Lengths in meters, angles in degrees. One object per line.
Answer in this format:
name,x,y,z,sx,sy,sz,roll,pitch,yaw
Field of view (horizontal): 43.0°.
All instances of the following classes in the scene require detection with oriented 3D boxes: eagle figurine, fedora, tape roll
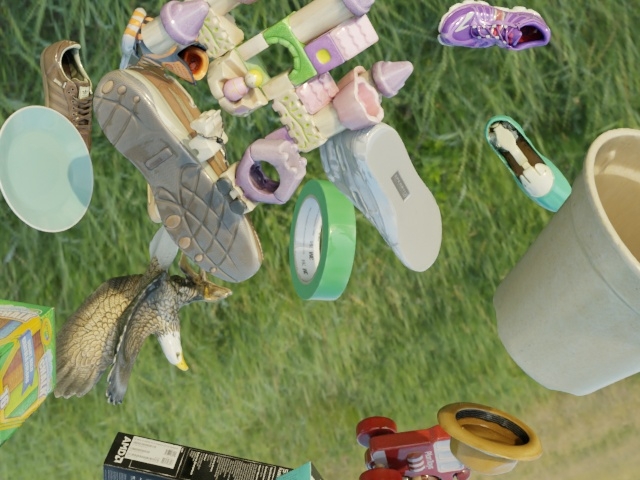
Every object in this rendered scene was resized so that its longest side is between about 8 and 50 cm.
eagle figurine,-0.298,0.134,1.353,0.298,0.225,0.226,-26,147,-39
fedora,0.296,0.363,1.457,0.194,0.194,0.079,2,111,-35
tape roll,0.000,0.000,2.152,0.077,0.322,0.321,3,150,-20

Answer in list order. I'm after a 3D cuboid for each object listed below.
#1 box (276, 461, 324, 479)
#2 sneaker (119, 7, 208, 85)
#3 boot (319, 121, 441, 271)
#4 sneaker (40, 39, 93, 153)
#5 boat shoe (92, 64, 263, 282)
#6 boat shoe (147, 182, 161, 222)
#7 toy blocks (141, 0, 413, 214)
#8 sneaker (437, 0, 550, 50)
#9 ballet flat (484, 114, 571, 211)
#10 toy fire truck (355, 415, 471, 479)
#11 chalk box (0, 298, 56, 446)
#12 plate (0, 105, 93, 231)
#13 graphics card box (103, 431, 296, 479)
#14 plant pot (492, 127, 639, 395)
box,-0.011,0.408,1.044,0.060,0.244,0.101,-28,113,10
sneaker,-0.342,-0.398,1.805,0.180,0.125,0.321,24,177,-11
boot,0.085,-0.071,1.187,0.095,0.123,0.258,-41,125,-22
sneaker,-0.391,-0.220,1.277,0.071,0.189,0.066,-9,-173,39
boat shoe,-0.166,-0.096,1.090,0.123,0.325,0.116,-20,-163,32
boat shoe,-0.390,-0.204,2.048,0.110,0.341,0.121,-28,139,32
toy blocks,-0.018,-0.248,1.024,0.260,0.289,0.309,-22,-162,32
sneaker,0.253,-0.305,1.170,0.169,0.071,0.068,-5,123,-11
ballet flat,0.413,-0.155,1.650,0.083,0.247,0.087,-43,161,25
toy fire truck,0.222,0.532,1.904,0.253,0.169,0.302,-9,136,8
chalk box,-0.440,0.161,1.092,0.131,0.133,0.213,7,-159,8
plate,-0.410,-0.104,1.202,0.024,0.188,0.188,-6,162,27
graphics card box,-0.241,0.522,1.614,0.370,0.094,0.233,10,126,2
plant pot,0.425,0.062,1.183,0.333,0.334,0.305,-1,147,-31
